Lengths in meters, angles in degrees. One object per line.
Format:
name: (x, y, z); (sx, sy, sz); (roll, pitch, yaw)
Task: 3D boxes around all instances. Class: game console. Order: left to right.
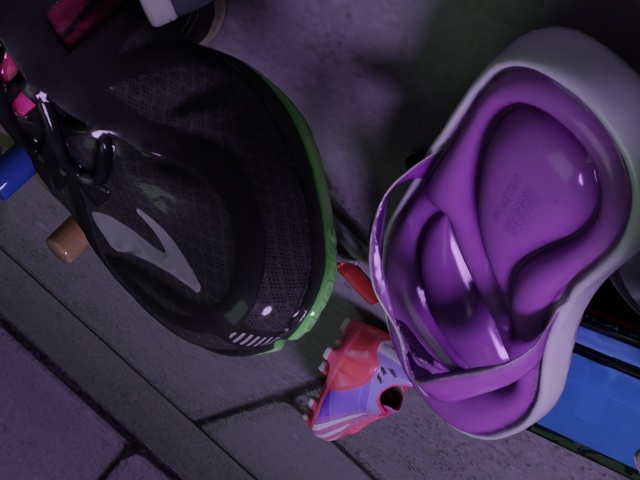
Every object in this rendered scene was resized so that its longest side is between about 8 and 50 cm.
game console: (0.188, 0.103, 0.704); (0.144, 0.085, 0.124); (21, 169, 34)

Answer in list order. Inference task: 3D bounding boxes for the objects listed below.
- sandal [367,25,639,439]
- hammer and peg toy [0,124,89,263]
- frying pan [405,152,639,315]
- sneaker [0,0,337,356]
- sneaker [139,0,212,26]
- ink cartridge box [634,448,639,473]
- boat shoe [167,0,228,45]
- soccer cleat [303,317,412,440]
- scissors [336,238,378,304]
sandal: (0.086, 0.027, 0.629); (0.169, 0.102, 0.416); (47, 155, 22)
hammer and peg toy: (-0.306, -0.146, 0.957); (0.361, 0.127, 0.266); (44, 157, -8)
frying pan: (0.184, -0.017, 0.577); (0.326, 0.053, 0.197); (29, 151, 18)
sneaker: (-0.181, -0.112, 0.617); (0.483, 0.202, 0.185); (50, 118, 8)
sneaker: (-0.082, -0.236, 0.567); (0.083, 0.118, 0.222); (89, 158, -78)
ink cartridge box: (0.321, 0.137, 0.432); (0.271, 0.130, 0.309); (-8, 127, 35)
boat shoe: (-0.144, -0.158, 0.766); (0.080, 0.073, 0.223); (51, 153, -14)
soccer cleat: (0.043, 0.164, 1.034); (0.095, 0.083, 0.248); (30, 151, 12)
scissors: (0.000, 0.000, 0.748); (0.109, 0.021, 0.297); (49, -179, 10)
